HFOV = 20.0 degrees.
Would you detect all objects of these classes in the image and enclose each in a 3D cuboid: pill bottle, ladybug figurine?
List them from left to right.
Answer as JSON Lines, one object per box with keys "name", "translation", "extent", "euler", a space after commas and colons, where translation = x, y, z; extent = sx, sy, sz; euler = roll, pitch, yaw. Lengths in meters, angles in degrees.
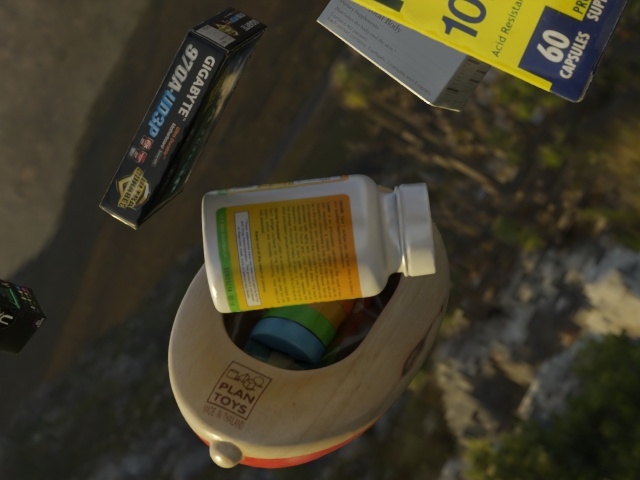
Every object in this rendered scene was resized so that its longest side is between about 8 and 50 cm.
{"name": "ladybug figurine", "translation": [-0.014, 0.117, 2.228], "extent": [0.449, 0.305, 0.162], "euler": [-51, -25, -34]}
{"name": "pill bottle", "translation": [0.000, 0.000, 1.987], "extent": [0.136, 0.246, 0.136], "euler": [-6, -90, -87]}

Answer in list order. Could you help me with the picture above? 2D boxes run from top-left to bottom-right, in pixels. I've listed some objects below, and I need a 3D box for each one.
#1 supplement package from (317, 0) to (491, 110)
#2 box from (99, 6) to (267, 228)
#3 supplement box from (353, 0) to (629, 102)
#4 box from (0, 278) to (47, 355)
{"name": "supplement package", "translation": [0.168, -0.339, 2.436], "extent": [0.262, 0.199, 0.198], "euler": [-54, -11, 11]}
{"name": "box", "translation": [-0.145, -0.134, 1.931], "extent": [0.220, 0.051, 0.175], "euler": [-61, -3, 18]}
{"name": "supplement box", "translation": [0.093, -0.292, 1.390], "extent": [0.195, 0.357, 0.194], "euler": [-57, -10, -54]}
{"name": "box", "translation": [-0.356, 0.081, 1.989], "extent": [0.062, 0.083, 0.052], "euler": [-49, 50, 17]}
